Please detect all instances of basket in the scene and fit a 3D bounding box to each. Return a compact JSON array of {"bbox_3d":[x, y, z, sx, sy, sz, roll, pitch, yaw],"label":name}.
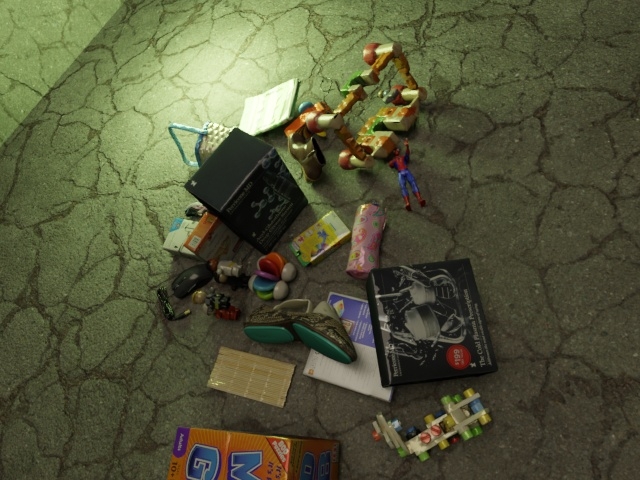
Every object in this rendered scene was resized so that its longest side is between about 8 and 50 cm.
[{"bbox_3d":[-0.500,-0.401,1.921,0.289,0.254,0.200,14,64,13],"label":"basket"}]

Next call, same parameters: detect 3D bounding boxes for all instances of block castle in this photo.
[{"bbox_3d":[0.183,-0.522,1.724,0.453,0.303,0.213,-53,34,-11],"label":"block castle"}]

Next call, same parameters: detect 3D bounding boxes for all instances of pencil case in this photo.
[{"bbox_3d":[0.171,0.004,1.595,0.124,0.124,0.283,4,66,19],"label":"pencil case"}]

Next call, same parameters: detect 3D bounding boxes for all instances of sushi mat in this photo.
[{"bbox_3d":[-0.251,0.483,1.564,0.317,0.019,0.151,8,70,21],"label":"sushi mat"}]

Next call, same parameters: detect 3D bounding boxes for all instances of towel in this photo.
[{"bbox_3d":[-0.242,-0.599,1.999,0.325,0.038,0.247,-8,62,34],"label":"towel"}]

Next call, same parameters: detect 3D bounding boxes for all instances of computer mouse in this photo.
[{"bbox_3d":[-0.547,0.206,1.764,0.262,0.060,0.184,-29,60,4],"label":"computer mouse"}]

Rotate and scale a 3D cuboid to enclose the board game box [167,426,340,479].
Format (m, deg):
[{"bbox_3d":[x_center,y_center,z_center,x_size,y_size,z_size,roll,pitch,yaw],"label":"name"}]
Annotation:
[{"bbox_3d":[-0.183,0.729,1.217,0.357,0.356,0.355,-4,65,22],"label":"board game box"}]

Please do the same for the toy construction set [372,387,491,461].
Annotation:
[{"bbox_3d":[0.317,0.537,1.245,0.328,0.215,0.151,-18,61,9],"label":"toy construction set"}]

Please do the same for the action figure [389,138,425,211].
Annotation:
[{"bbox_3d":[0.319,-0.266,1.667,0.092,0.139,0.280,-18,60,8],"label":"action figure"}]

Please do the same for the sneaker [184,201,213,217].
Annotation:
[{"bbox_3d":[-0.510,-0.127,1.904,0.179,0.072,0.077,-17,73,16],"label":"sneaker"}]

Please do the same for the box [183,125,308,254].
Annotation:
[{"bbox_3d":[-0.262,-0.175,1.658,0.212,0.395,0.293,32,79,28],"label":"box"}]

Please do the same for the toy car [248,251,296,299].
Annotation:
[{"bbox_3d":[-0.192,0.129,1.642,0.159,0.136,0.181,16,72,23],"label":"toy car"}]

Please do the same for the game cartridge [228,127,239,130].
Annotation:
[{"bbox_3d":[-0.422,-0.509,2.082,0.084,0.017,0.055,-1,69,17],"label":"game cartridge"}]

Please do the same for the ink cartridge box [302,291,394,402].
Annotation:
[{"bbox_3d":[0.130,0.353,1.478,0.308,0.072,0.303,12,69,20],"label":"ink cartridge box"}]

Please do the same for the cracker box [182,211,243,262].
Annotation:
[{"bbox_3d":[-0.413,0.012,1.712,0.067,0.232,0.155,25,76,25],"label":"cracker box"}]

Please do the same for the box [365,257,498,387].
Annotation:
[{"bbox_3d":[0.322,0.255,1.341,0.313,0.179,0.342,-7,68,-2],"label":"box"}]

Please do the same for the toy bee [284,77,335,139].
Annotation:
[{"bbox_3d":[-0.007,-0.532,1.902,0.299,0.162,0.195,-24,67,34],"label":"toy bee"}]

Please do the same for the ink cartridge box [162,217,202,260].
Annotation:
[{"bbox_3d":[-0.536,-0.001,1.842,0.203,0.086,0.148,9,69,22],"label":"ink cartridge box"}]

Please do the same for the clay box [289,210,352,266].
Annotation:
[{"bbox_3d":[0.000,0.000,1.688,0.222,0.053,0.127,-37,61,0],"label":"clay box"}]

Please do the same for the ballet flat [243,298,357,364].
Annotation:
[{"bbox_3d":[-0.058,0.277,1.474,0.483,0.164,0.182,1,45,40],"label":"ballet flat"}]

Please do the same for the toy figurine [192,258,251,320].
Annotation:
[{"bbox_3d":[-0.371,0.180,1.633,0.148,0.209,0.212,12,68,11],"label":"toy figurine"}]

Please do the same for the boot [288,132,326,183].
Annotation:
[{"bbox_3d":[-0.048,-0.369,1.769,0.090,0.207,0.248,-17,78,-21],"label":"boot"}]
